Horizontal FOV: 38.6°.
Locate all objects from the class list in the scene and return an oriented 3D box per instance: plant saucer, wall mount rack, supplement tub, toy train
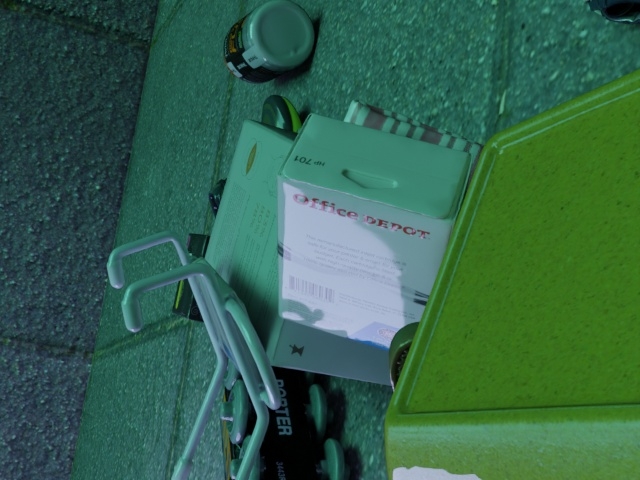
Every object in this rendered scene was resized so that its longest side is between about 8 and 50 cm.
[{"bbox_3d":[0.166,0.018,0.546,0.333,0.081,0.332,-22,40,59],"label":"plant saucer"},{"bbox_3d":[-0.132,0.153,0.986,0.350,0.131,0.304,-151,41,-71],"label":"wall mount rack"},{"bbox_3d":[-0.095,-0.332,1.551,0.190,0.117,0.116,-3,75,67],"label":"supplement tub"},{"bbox_3d":[-0.064,0.254,1.132,0.334,0.142,0.190,-106,27,-51],"label":"toy train"}]

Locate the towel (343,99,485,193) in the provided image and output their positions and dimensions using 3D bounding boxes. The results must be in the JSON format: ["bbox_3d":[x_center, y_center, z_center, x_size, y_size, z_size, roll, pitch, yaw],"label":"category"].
[{"bbox_3d":[0.095,-0.031,0.836,0.029,0.197,0.144,-60,-10,-73],"label":"towel"}]

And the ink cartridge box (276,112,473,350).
[{"bbox_3d":[0.040,0.002,0.760,0.190,0.140,0.082,93,-163,-49],"label":"ink cartridge box"}]

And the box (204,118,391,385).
[{"bbox_3d":[0.000,0.000,1.066,0.345,0.168,0.214,-141,67,-66],"label":"box"}]

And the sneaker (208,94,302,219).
[{"bbox_3d":[-0.107,-0.087,1.431,0.111,0.121,0.299,-4,74,67],"label":"sneaker"}]

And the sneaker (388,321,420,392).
[{"bbox_3d":[0.104,0.118,0.768,0.064,0.192,0.086,-21,36,15],"label":"sneaker"}]

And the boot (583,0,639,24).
[{"bbox_3d":[0.233,-0.228,0.769,0.190,0.069,0.086,22,95,66],"label":"boot"}]

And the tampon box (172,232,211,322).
[{"bbox_3d":[-0.115,0.065,1.312,0.101,0.161,0.120,4,81,68],"label":"tampon box"}]
